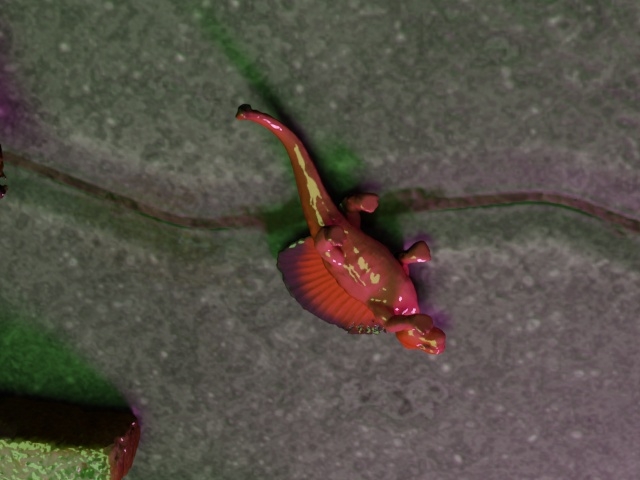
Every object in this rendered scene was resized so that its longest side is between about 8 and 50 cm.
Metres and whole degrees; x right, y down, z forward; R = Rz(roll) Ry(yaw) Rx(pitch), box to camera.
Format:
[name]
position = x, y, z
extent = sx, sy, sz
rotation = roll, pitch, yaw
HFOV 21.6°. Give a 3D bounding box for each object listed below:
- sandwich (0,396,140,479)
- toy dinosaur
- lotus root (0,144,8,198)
[sandwich]
position = -0.329, 0.266, 1.652
extent = 0.288, 0.099, 0.254
rotation = 7, 107, 6
[toy dinosaur]
position = -0.002, 0.004, 1.448
extent = 0.286, 0.070, 0.139
rotation = 46, 145, -14
[lotus root]
position = -0.390, -0.153, 1.385
extent = 0.342, 0.151, 0.169
rotation = 39, 112, -12
